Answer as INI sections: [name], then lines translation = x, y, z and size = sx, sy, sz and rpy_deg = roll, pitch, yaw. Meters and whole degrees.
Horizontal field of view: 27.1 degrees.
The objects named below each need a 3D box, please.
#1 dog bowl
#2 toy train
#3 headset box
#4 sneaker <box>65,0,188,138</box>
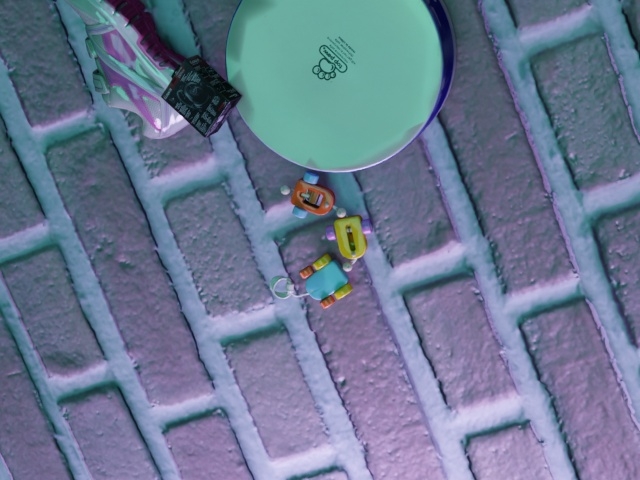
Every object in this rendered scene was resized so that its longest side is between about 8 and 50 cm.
[dog bowl]
translation = 0.024, -0.217, 1.575
size = 0.265, 0.104, 0.264
rpy_deg = 3, 105, 12
[toy train]
translation = 0.000, 0.000, 1.674
size = 0.125, 0.046, 0.166
rpy_deg = 17, 105, 9
[headset box]
translation = -0.144, -0.173, 1.563
size = 0.083, 0.032, 0.062
rpy_deg = 43, 123, 8
[sneaker]
translation = -0.246, -0.223, 1.636
size = 0.111, 0.103, 0.252
rpy_deg = -40, 93, 18
